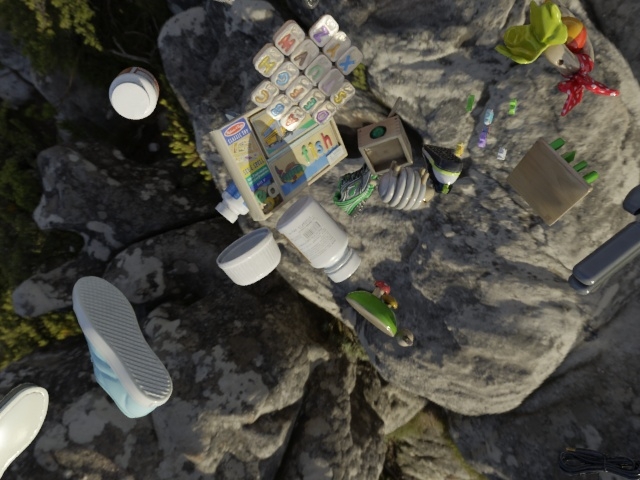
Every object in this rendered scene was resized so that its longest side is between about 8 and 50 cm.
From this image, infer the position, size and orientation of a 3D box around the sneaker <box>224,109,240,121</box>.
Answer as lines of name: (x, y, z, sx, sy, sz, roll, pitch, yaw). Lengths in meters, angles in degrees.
sneaker: (-0.222, -0.436, 1.702, 0.282, 0.110, 0.122, 25, 88, -4)

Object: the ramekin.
ramekin: (-0.231, 0.057, 1.500, 0.207, 0.207, 0.109, -26, 110, 12)

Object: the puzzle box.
puzzle box: (-0.099, -0.278, 1.300, 0.052, 0.409, 0.272, 1, 125, 46)

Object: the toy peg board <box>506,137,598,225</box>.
toy peg board: (0.561, -0.149, 1.080, 0.079, 0.161, 0.161, -28, 69, -18)

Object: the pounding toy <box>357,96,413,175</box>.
pounding toy: (0.168, -0.262, 1.144, 0.130, 0.100, 0.141, -15, 140, 21)

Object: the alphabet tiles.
alphabet tiles: (-0.032, -0.414, 1.145, 0.278, 0.284, 0.021, -40, 51, 17)

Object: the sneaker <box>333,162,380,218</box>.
sneaker: (0.147, -0.229, 1.811, 0.146, 0.134, 0.344, 30, 138, -2)

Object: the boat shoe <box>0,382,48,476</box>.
boat shoe: (-0.659, 0.412, 0.891, 0.091, 0.109, 0.305, 24, 82, 35)

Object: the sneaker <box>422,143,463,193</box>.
sneaker: (0.291, -0.178, 1.126, 0.084, 0.235, 0.097, 11, 114, 3)

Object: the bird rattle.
bird rattle: (0.508, -0.398, 0.921, 0.253, 0.143, 0.207, 32, 62, -8)

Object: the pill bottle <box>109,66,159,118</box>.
pill bottle: (-0.518, -0.408, 1.252, 0.121, 0.216, 0.121, -7, 119, -13)

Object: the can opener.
can opener: (0.577, -0.014, 0.869, 0.283, 0.076, 0.095, -34, 54, -9)

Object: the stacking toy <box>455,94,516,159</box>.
stacking toy: (0.584, -0.398, 1.592, 0.166, 0.052, 0.221, 16, 102, 30)

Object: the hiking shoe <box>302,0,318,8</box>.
hiking shoe: (-0.088, -0.916, 1.571, 0.086, 0.114, 0.227, -42, 115, -15)

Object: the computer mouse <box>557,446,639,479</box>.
computer mouse: (0.388, 0.396, 0.626, 0.105, 0.042, 0.193, 0, 76, 28)

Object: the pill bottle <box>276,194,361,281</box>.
pill bottle: (0.000, 0.000, 1.223, 0.131, 0.131, 0.229, -39, 107, 12)

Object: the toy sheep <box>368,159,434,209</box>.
toy sheep: (0.157, -0.103, 0.871, 0.132, 0.091, 0.091, 14, 100, -5)

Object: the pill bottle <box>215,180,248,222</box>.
pill bottle: (-0.307, -0.181, 1.760, 0.124, 0.124, 0.221, 41, 84, 2)

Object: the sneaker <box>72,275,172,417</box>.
sneaker: (-0.509, 0.263, 1.077, 0.150, 0.135, 0.366, -41, 74, 21)

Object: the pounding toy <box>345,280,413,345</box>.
pounding toy: (0.199, 0.205, 1.348, 0.236, 0.183, 0.110, 38, 81, 14)
